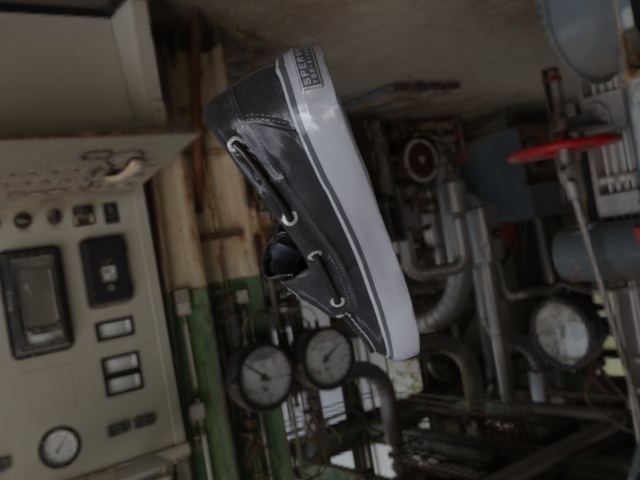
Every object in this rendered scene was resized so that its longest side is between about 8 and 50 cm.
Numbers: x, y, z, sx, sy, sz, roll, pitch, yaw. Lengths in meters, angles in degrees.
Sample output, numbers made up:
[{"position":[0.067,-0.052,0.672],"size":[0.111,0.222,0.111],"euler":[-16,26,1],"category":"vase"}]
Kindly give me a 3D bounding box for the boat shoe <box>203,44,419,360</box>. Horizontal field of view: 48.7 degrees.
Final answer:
[{"position":[0.000,0.000,0.402],"size":[0.076,0.080,0.228],"euler":[-19,138,5],"category":"boat shoe"}]
